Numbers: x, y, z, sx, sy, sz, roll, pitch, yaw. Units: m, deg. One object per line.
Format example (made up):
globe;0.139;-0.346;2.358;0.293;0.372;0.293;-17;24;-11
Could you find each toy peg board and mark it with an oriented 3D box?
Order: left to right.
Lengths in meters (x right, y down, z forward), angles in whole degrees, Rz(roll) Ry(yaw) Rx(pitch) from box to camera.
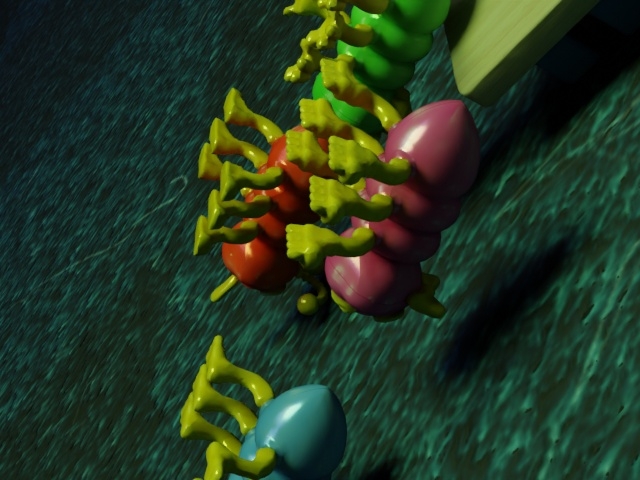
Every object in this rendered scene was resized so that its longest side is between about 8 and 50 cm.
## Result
toy peg board;0.126;-0.146;0.758;0.161;0.079;0.161;-45;35;32

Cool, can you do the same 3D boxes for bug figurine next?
bug figurine;0.000;0.000;0.738;0.279;0.072;0.216;-90;22;-55
